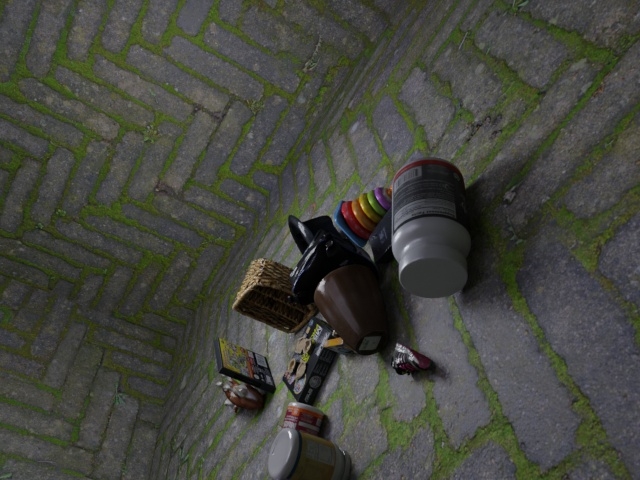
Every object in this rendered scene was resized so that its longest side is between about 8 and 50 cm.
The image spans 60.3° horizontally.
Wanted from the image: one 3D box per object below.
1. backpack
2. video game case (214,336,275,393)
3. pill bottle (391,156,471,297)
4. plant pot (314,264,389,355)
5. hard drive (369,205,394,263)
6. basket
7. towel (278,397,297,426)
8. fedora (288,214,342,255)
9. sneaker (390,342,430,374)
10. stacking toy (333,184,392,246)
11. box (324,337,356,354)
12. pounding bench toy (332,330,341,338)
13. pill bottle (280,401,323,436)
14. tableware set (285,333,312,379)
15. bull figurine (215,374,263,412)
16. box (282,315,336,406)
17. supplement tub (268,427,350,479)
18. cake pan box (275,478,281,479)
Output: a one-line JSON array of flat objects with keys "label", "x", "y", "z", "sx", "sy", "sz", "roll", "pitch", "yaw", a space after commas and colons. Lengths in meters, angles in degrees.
[{"label": "backpack", "x": 0.053, "y": 0.111, "z": 1.861, "sx": 0.277, "sy": 0.263, "sz": 0.213, "roll": -57, "pitch": 16, "yaw": 19}, {"label": "video game case", "x": -0.323, "y": 0.522, "z": 2.314, "sx": 0.035, "sy": 0.248, "sz": 0.275, "roll": -60, "pitch": 20, "yaw": 7}, {"label": "pill bottle", "x": 0.299, "y": -0.038, "z": 1.502, "sx": 0.210, "sy": 0.210, "sz": 0.363, "roll": -45, "pitch": 28, "yaw": 42}, {"label": "plant pot", "x": 0.115, "y": 0.231, "z": 1.685, "sx": 0.215, "sy": 0.215, "sz": 0.230, "roll": -55, "pitch": 36, "yaw": 24}, {"label": "hard drive", "x": 0.260, "y": -0.050, "z": 1.838, "sx": 0.255, "sy": 0.054, "sz": 0.172, "roll": -54, "pitch": 23, "yaw": 26}, {"label": "basket", "x": -0.161, "y": 0.229, "z": 2.194, "sx": 0.213, "sy": 0.299, "sz": 0.223, "roll": -14, "pitch": 51, "yaw": 63}, {"label": "towel", "x": -0.104, "y": 0.624, "z": 1.974, "sx": 0.148, "sy": 0.027, "sz": 0.110, "roll": -23, "pitch": 46, "yaw": 60}, {"label": "fedora", "x": 0.000, "y": 0.000, "z": 2.227, "sx": 0.152, "sy": 0.334, "sz": 0.334, "roll": -30, "pitch": 17, "yaw": -10}, {"label": "sneaker", "x": 0.232, "y": 0.325, "z": 1.449, "sx": 0.075, "sy": 0.063, "sz": 0.170, "roll": -65, "pitch": 15, "yaw": -4}, {"label": "stacking toy", "x": 0.207, "y": -0.130, "z": 1.964, "sx": 0.301, "sy": 0.165, "sz": 0.175, "roll": -39, "pitch": 15, "yaw": 27}, {"label": "box", "x": 0.072, "y": 0.345, "z": 1.792, "sx": 0.136, "sy": 0.081, "sz": 0.028, "roll": -31, "pitch": 39, "yaw": 57}, {"label": "pounding bench toy", "x": 0.092, "y": 0.308, "z": 1.838, "sx": 0.065, "sy": 0.083, "sz": 0.052, "roll": -3, "pitch": 60, "yaw": 31}, {"label": "pill bottle", "x": -0.073, "y": 0.637, "z": 1.744, "sx": 0.121, "sy": 0.121, "sz": 0.221, "roll": -28, "pitch": 40, "yaw": 58}, {"label": "tableware set", "x": -0.074, "y": 0.417, "z": 1.981, "sx": 0.141, "sy": 0.020, "sz": 0.169, "roll": -19, "pitch": 48, "yaw": 63}, {"label": "bull figurine", "x": -0.352, "y": 0.657, "z": 2.362, "sx": 0.310, "sy": 0.188, "sz": 0.101, "roll": -20, "pitch": 26, "yaw": 54}, {"label": "box", "x": -0.032, "y": 0.427, "z": 1.982, "sx": 0.270, "sy": 0.060, "sz": 0.216, "roll": -65, "pitch": 19, "yaw": -1}, {"label": "supplement tub", "x": -0.031, "y": 0.621, "z": 1.542, "sx": 0.144, "sy": 0.199, "sz": 0.144, "roll": -50, "pitch": 25, "yaw": 33}, {"label": "cake pan box", "x": -0.111, "y": 0.798, "z": 1.484, "sx": 0.070, "sy": 0.267, "sz": 0.246, "roll": -23, "pitch": -18, "yaw": -38}]
